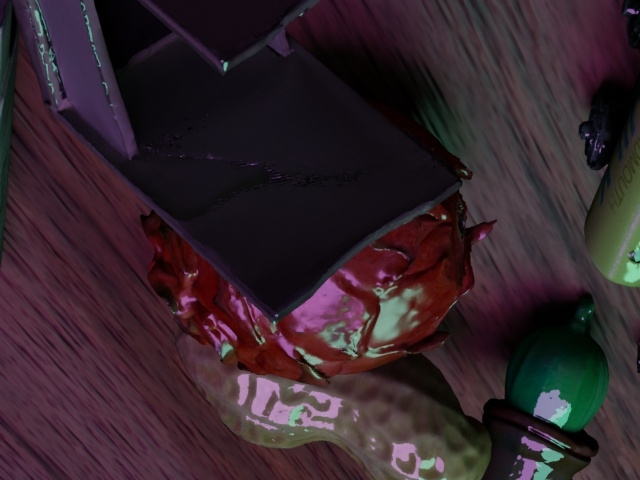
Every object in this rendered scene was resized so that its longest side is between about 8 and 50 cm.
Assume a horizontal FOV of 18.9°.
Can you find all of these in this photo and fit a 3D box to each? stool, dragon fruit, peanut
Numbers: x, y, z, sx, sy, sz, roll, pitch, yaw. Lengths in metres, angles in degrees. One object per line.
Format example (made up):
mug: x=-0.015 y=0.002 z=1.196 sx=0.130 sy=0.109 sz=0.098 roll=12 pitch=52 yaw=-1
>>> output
stool: x=-0.061 y=-0.139 z=1.205 sx=0.270 sy=0.170 sz=0.243 roll=43 pitch=157 yaw=31
dragon fruit: x=-0.009 y=-0.002 z=1.440 sx=0.252 sy=0.241 sz=0.241 roll=-28 pitch=131 yaw=26
peanut: x=0.006 y=0.128 z=1.635 sx=0.298 sy=0.136 sz=0.120 roll=26 pitch=-179 yaw=5

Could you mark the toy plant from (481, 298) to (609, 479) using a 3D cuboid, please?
toy plant: x=0.201 y=0.144 z=1.671 sx=0.105 sy=0.200 sz=0.143 roll=26 pitch=-175 yaw=20

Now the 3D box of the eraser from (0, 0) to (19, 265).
eraser: x=-0.291 y=-0.072 z=1.497 sx=0.096 sy=0.098 sz=0.404 roll=10 pitch=144 yaw=-6

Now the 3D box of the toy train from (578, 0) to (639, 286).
toy train: x=0.246 y=-0.078 z=1.347 sx=0.105 sy=0.157 sz=0.253 roll=10 pitch=143 yaw=-3

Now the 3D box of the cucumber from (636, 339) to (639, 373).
cucumber: x=0.357 y=0.107 z=1.671 sx=0.163 sy=0.039 sz=0.043 roll=6 pitch=164 yaw=5
